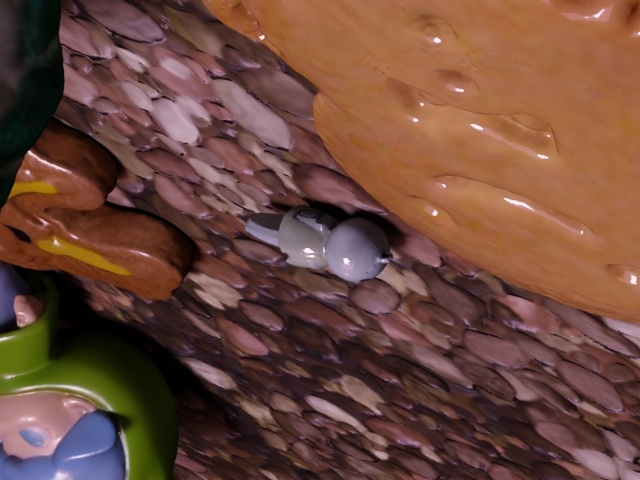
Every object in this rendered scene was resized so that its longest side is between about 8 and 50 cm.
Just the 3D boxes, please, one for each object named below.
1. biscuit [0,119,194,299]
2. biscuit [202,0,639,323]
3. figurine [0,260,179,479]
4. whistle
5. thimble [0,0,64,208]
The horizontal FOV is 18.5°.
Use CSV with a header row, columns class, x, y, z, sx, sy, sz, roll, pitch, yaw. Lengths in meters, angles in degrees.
class,x,y,z,sx,sy,sz,roll,pitch,yaw
biscuit,-0.219,-0.033,1.264,0.295,0.044,0.186,10,149,42
biscuit,0.074,-0.055,0.775,0.275,0.052,0.355,21,160,21
figurine,-0.201,0.104,1.437,0.162,0.143,0.263,-4,124,46
whistle,0.000,0.000,1.055,0.100,0.035,0.035,15,154,40
thimble,-0.258,-0.110,0.847,0.167,0.254,0.288,1,130,48
